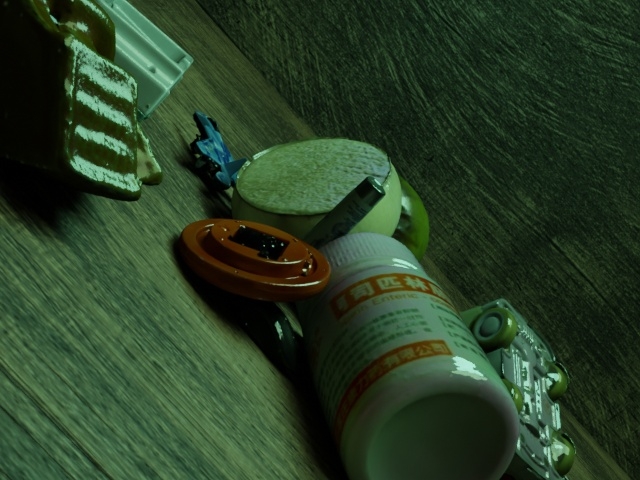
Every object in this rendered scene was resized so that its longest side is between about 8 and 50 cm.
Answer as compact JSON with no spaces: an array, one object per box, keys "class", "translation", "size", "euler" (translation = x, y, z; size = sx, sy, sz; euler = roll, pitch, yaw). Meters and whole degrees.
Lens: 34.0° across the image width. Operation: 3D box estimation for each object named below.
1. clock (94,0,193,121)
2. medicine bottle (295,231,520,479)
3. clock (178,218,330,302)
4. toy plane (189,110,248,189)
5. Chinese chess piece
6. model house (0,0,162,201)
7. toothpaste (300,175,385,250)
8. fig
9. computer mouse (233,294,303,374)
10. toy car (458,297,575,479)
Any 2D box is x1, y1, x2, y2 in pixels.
[{"class":"clock","translation":[-0.329,-0.326,1.731],"size":[0.231,0.116,0.262],"euler":[45,9,-12]},{"class":"medicine bottle","translation":[0.095,0.159,1.372],"size":[0.219,0.219,0.388],"euler":[43,11,-27]},{"class":"clock","translation":[-0.085,0.020,1.379],"size":[0.205,0.051,0.205],"euler":[15,19,-5]},{"class":"toy plane","translation":[-0.183,-0.150,1.804],"size":[0.169,0.078,0.246],"euler":[38,8,-46]},{"class":"Chinese chess piece","translation":[-0.007,-0.063,1.654],"size":[0.270,0.270,0.112],"euler":[-117,-165,-57]},{"class":"model house","translation":[-0.254,-0.137,1.138],"size":[0.239,0.173,0.268],"euler":[52,13,28]},{"class":"toothpaste","translation":[0.000,0.000,1.512],"size":[0.062,0.239,0.039],"euler":[31,24,-35]},{"class":"fig","translation":[0.094,-0.013,2.033],"size":[0.239,0.239,0.271],"euler":[54,-6,33]},{"class":"computer mouse","translation":[-0.061,0.115,1.372],"size":[0.135,0.047,0.079],"euler":[52,11,9]},{"class":"toy car","translation":[0.306,0.299,1.892],"size":[0.242,0.226,0.336],"euler":[42,37,-33]}]
